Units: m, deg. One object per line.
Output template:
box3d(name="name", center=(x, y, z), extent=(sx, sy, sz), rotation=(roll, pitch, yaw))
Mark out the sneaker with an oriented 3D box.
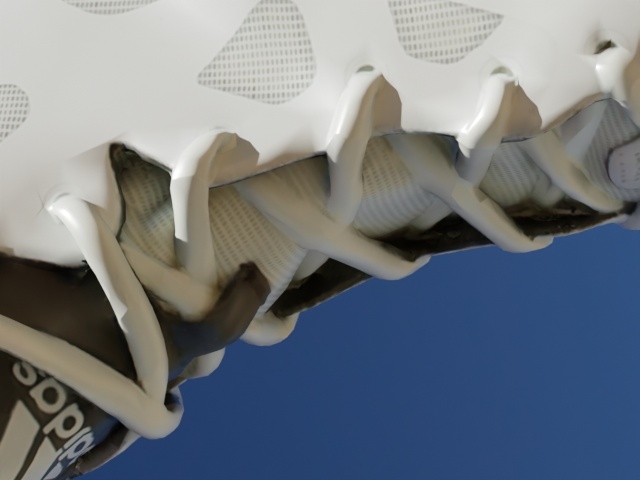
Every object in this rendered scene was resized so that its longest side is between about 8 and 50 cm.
box3d(name="sneaker", center=(0.000, 0.001, 0.536), extent=(0.169, 0.448, 0.257), rotation=(66, -142, -53))
